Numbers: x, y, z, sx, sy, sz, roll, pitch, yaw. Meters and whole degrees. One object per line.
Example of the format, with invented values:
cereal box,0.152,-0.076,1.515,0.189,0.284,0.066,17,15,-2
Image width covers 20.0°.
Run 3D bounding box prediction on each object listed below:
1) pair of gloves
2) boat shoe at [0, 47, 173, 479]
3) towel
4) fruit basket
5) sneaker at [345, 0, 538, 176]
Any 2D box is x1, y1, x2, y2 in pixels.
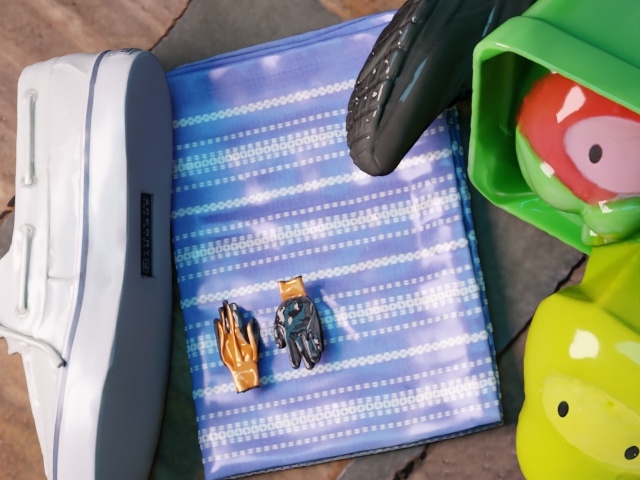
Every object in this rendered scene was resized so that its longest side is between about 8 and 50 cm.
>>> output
pair of gloves,-0.039,0.071,1.378,0.083,0.010,0.074,-19,74,11
boat shoe,-0.208,0.035,1.387,0.156,0.136,0.367,0,86,18
towel,0.000,0.000,1.397,0.243,0.040,0.336,-12,76,13
fruit basket,0.249,0.021,1.223,0.392,0.283,0.392,-1,67,3
sneaker,0.124,-0.158,1.343,0.130,0.109,0.286,35,78,-8
